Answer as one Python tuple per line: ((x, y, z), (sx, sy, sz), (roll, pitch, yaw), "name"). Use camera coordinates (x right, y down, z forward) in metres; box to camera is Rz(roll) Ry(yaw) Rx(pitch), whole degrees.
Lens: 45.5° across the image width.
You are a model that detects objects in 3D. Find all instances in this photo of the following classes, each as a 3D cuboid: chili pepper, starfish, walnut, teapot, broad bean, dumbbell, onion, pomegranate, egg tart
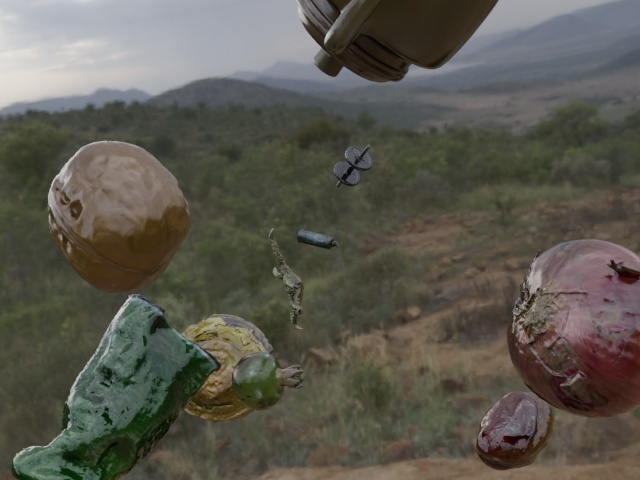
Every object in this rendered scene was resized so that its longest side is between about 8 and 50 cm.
((-0.242, 0.203, 0.855), (0.099, 0.136, 0.270), (-10, 37, 46), "chili pepper")
((-0.061, 0.080, 1.472), (0.050, 0.216, 0.223), (-26, 18, -12), "starfish")
((-0.511, -0.060, 1.910), (0.308, 0.354, 0.398), (7, 32, -52), "walnut")
((0.054, -0.231, 0.745), (0.175, 0.186, 0.267), (-50, 4, 27), "teapot")
((0.469, 0.459, 1.844), (0.156, 0.122, 0.228), (29, 48, 30), "broad bean")
((0.074, -0.169, 1.748), (0.069, 0.069, 0.147), (-21, -21, -41), "dumbbell")
((0.521, 0.165, 1.475), (0.354, 0.353, 0.353), (-10, 11, 2), "onion")
((-0.102, 0.270, 1.487), (0.142, 0.114, 0.114), (-11, 11, 17), "pomegranate")
((-0.220, 0.274, 1.647), (0.241, 0.240, 0.106), (-10, -12, 4), "egg tart")

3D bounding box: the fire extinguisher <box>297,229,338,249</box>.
((0.000, 0.000, 1.418), (0.083, 0.025, 0.038), (14, 14, 23), "fire extinguisher")
